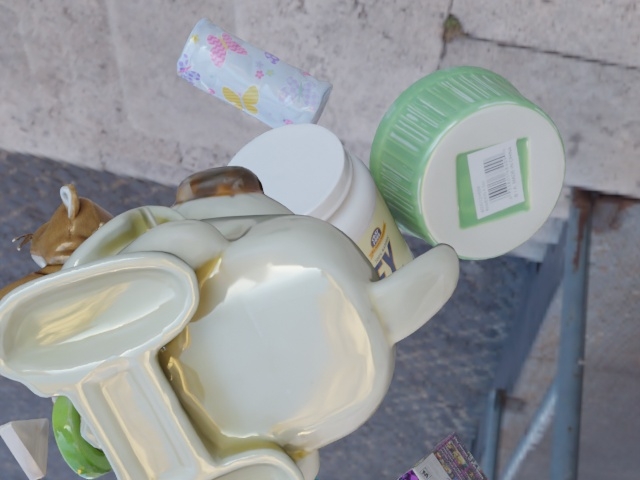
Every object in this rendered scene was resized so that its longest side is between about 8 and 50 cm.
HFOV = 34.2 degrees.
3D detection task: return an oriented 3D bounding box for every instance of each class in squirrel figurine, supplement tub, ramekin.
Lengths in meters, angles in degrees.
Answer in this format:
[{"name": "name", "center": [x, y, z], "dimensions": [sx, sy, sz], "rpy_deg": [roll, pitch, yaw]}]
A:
[{"name": "squirrel figurine", "center": [-0.403, 0.081, 1.890], "dimensions": [0.397, 0.370, 0.281], "rpy_deg": [-17, 144, 30]}, {"name": "supplement tub", "center": [0.000, 0.000, 1.603], "dimensions": [0.235, 0.235, 0.325], "rpy_deg": [-4, 142, 24]}, {"name": "ramekin", "center": [0.245, -0.116, 1.675], "dimensions": [0.303, 0.148, 0.303], "rpy_deg": [-9, 115, -19]}]

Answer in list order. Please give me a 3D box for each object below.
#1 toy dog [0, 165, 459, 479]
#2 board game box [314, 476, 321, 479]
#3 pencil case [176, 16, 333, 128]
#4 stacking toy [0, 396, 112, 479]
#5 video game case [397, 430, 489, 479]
[{"name": "toy dog", "center": [-0.092, 0.055, 0.985], "dimensions": [0.395, 0.408, 0.284], "rpy_deg": [-36, 103, 1]}, {"name": "board game box", "center": [-0.112, 0.431, 1.245], "dimensions": [0.079, 0.254, 0.336], "rpy_deg": [40, 148, 1]}, {"name": "pencil case", "center": [-0.113, -0.282, 1.809], "dimensions": [0.273, 0.124, 0.113], "rpy_deg": [27, 144, -2]}, {"name": "stacking toy", "center": [-0.270, 0.323, 1.389], "dimensions": [0.130, 0.280, 0.309], "rpy_deg": [-22, 178, 14]}, {"name": "video game case", "center": [0.238, 0.440, 1.674], "dimensions": [0.042, 0.210, 0.232], "rpy_deg": [-39, 80, 25]}]
